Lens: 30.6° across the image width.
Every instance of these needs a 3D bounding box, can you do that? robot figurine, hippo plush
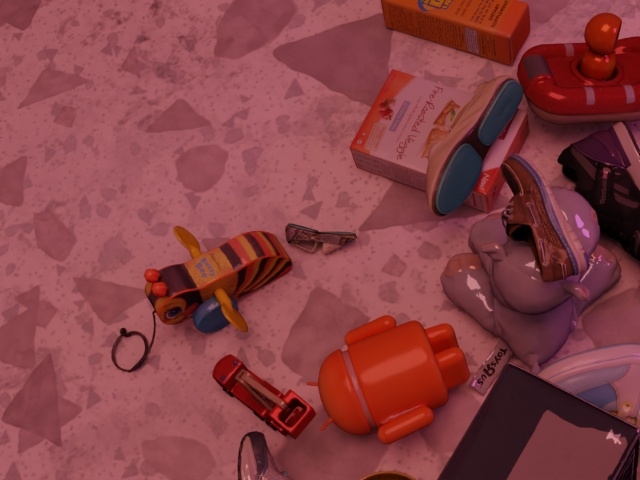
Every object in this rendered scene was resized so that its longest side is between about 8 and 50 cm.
[{"bbox_3d":[0.091,0.189,1.610,0.219,0.128,0.158,-21,89,1],"label":"robot figurine"},{"bbox_3d":[0.265,0.042,1.577,0.234,0.236,0.294,23,71,22],"label":"hippo plush"}]

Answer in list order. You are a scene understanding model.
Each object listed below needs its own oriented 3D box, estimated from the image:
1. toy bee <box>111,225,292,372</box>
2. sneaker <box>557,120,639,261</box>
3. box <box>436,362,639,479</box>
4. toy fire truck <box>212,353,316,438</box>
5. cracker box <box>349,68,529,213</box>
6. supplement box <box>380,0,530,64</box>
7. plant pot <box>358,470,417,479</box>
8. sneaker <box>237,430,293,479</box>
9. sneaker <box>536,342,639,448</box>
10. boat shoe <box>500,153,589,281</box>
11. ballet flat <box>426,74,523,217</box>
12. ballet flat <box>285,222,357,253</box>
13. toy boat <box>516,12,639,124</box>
[{"bbox_3d":[-0.183,0.077,1.711,0.195,0.162,0.298,32,75,23],"label":"toy bee"},{"bbox_3d":[0.424,-0.032,1.665,0.124,0.107,0.283,-20,52,9],"label":"sneaker"},{"bbox_3d":[0.236,0.348,1.399,0.183,0.294,0.296,27,72,23],"label":"box"},{"bbox_3d":[-0.083,0.215,1.631,0.192,0.135,0.047,34,76,25],"label":"toy fire truck"},{"bbox_3d":[0.183,-0.155,1.793,0.232,0.067,0.155,21,70,21],"label":"cracker box"},{"bbox_3d":[0.216,-0.363,1.884,0.233,0.080,0.078,20,68,24],"label":"supplement box"},{"bbox_3d":[0.095,0.380,1.525,0.134,0.095,0.134,-9,57,14],"label":"plant pot"},{"bbox_3d":[-0.033,0.385,1.568,0.122,0.110,0.283,-16,68,-9],"label":"sneaker"},{"bbox_3d":[0.428,0.243,1.456,0.319,0.127,0.208,-1,57,-7],"label":"sneaker"},{"bbox_3d":[0.260,-0.029,1.445,0.066,0.066,0.183,-24,57,-4],"label":"boat shoe"},{"bbox_3d":[0.208,-0.140,1.705,0.086,0.086,0.248,28,71,24],"label":"ballet flat"},{"bbox_3d":[0.000,0.000,1.780,0.114,0.041,0.041,8,66,17],"label":"ballet flat"},{"bbox_3d":[0.413,-0.266,1.721,0.231,0.151,0.151,-4,45,-7],"label":"toy boat"}]
